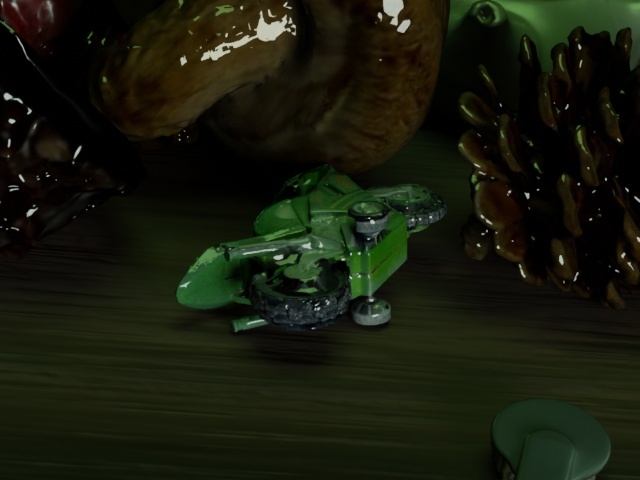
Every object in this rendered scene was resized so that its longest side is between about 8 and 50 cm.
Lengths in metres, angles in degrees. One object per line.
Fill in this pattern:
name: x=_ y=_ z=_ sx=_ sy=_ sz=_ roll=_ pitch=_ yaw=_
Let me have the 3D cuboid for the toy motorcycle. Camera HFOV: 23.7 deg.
toy motorcycle: x=0.000 y=0.000 z=0.919 sx=0.106 sy=0.074 sz=0.190 roll=11 pitch=27 yaw=26

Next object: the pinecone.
pinecone: x=0.190 y=-0.047 z=0.949 sx=0.212 sy=0.169 sz=0.186 roll=-5 pitch=42 yaw=3

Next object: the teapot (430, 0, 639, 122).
teapot: x=0.197 y=-0.180 z=1.221 sx=0.318 sy=0.149 sz=0.220 roll=-6 pitch=32 yaw=-22

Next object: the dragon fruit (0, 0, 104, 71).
dragon fruit: x=-0.234 y=-0.195 z=1.103 sx=0.182 sy=0.182 sz=0.189 roll=6 pitch=58 yaw=-4

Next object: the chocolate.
chocolate: x=-0.237 y=-0.042 z=0.903 sx=0.177 sy=0.206 sz=0.224 roll=-50 pitch=36 yaw=-6

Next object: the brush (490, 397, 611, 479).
brush: x=0.090 y=0.156 z=0.698 sx=0.062 sy=0.027 sz=0.266 roll=13 pitch=32 yaw=10

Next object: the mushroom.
mushroom: x=-0.045 y=-0.160 z=1.014 sx=0.283 sy=0.263 sz=0.195 roll=-22 pitch=14 yaw=24
